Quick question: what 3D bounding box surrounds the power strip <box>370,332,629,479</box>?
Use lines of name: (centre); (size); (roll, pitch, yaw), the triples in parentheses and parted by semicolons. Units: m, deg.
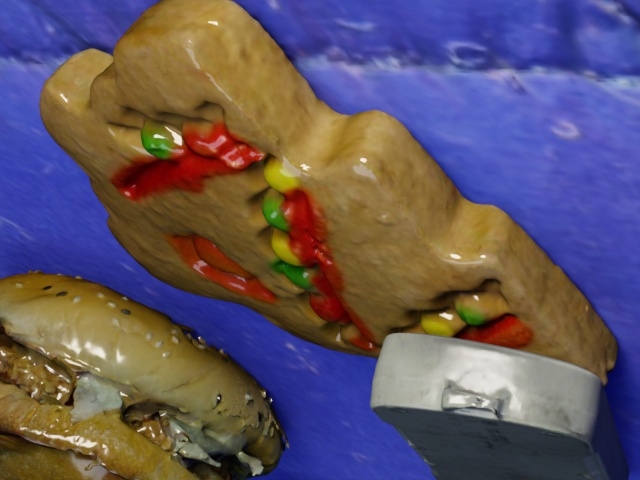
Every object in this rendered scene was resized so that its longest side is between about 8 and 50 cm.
power strip: (0.075, 0.076, 0.751); (0.080, 0.029, 0.227); (8, 165, 14)

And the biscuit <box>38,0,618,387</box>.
biscuit: (0.000, 0.000, 0.732); (0.238, 0.041, 0.212); (28, 154, 5)

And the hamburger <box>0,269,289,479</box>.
hamburger: (-0.097, 0.092, 0.944); (0.185, 0.113, 0.177); (0, 138, 34)
